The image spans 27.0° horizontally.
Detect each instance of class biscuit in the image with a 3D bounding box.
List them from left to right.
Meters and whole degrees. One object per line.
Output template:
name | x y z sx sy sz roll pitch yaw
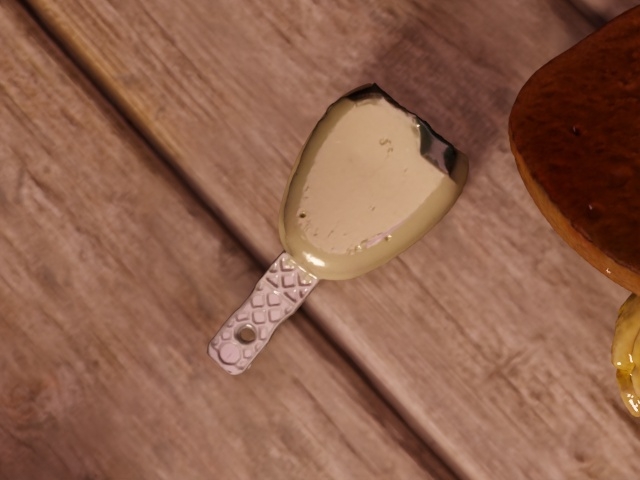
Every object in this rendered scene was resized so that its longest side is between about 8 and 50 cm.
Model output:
biscuit | 0.286 -0.083 0.979 0.277 0.052 0.262 -34 46 -4

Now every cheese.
cheese | 0.000 0.000 1.051 0.127 0.054 0.251 39 87 12

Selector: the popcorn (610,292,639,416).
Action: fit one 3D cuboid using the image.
popcorn | 0.292 0.073 0.953 0.167 0.148 0.152 -18 107 20
